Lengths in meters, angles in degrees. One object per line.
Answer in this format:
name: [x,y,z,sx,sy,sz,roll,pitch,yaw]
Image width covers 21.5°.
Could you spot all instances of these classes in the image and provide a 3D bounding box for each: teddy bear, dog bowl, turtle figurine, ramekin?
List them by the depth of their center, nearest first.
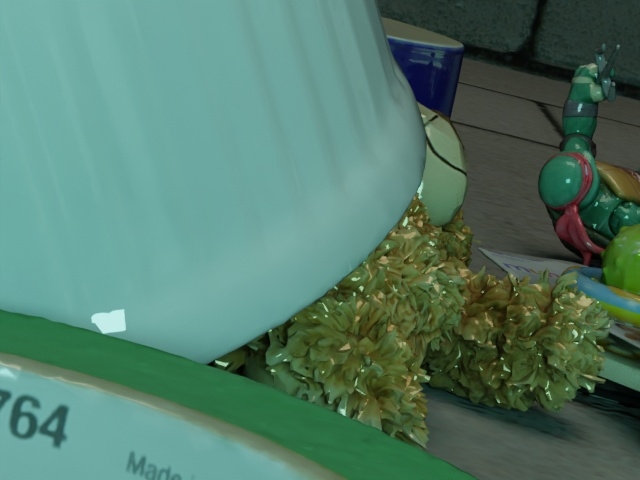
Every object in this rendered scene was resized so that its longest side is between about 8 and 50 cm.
ramekin: [-0.111,-0.066,0.551,0.277,0.135,0.277,-9,29,5]
teddy bear: [0.000,0.000,0.719,0.245,0.113,0.338,22,14,28]
turtle figurine: [0.204,-0.036,1.108,0.234,0.118,0.175,21,32,-55]
dog bowl: [-0.014,-0.148,1.442,0.265,0.104,0.265,13,11,-3]

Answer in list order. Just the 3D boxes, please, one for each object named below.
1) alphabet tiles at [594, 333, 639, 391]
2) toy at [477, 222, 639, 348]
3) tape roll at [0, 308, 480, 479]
alphabet tiles: [0.256,0.092,0.798,0.278,0.021,0.284,21,13,23]
toy: [0.186,0.025,0.825,0.137,0.056,0.237,13,12,-19]
tape roll: [-0.084,0.085,0.287,0.321,0.077,0.321,14,11,-3]
